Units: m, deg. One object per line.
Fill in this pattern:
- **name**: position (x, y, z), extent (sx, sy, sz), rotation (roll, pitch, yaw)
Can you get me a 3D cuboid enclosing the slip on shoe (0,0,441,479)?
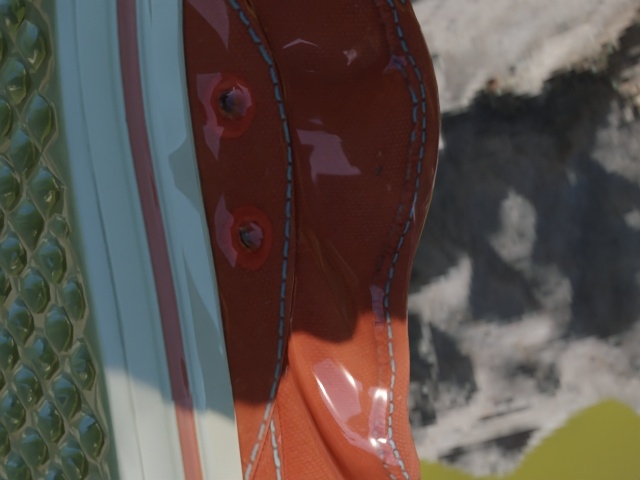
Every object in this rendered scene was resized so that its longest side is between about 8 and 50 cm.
- **slip on shoe**: position (-0.033, -0.073, 0.361), extent (0.101, 0.123, 0.331), rotation (-15, 107, -42)
